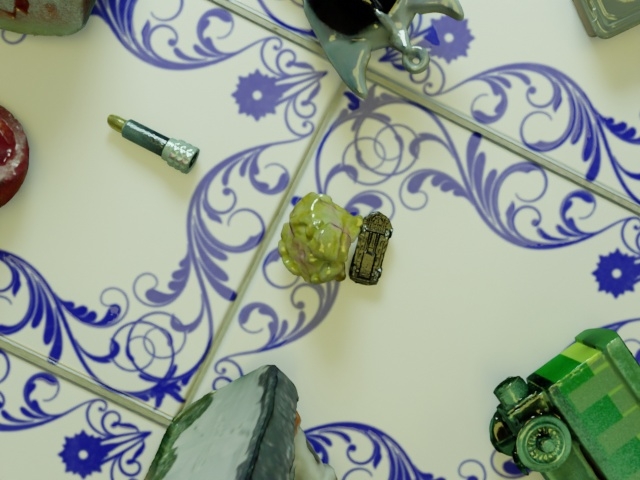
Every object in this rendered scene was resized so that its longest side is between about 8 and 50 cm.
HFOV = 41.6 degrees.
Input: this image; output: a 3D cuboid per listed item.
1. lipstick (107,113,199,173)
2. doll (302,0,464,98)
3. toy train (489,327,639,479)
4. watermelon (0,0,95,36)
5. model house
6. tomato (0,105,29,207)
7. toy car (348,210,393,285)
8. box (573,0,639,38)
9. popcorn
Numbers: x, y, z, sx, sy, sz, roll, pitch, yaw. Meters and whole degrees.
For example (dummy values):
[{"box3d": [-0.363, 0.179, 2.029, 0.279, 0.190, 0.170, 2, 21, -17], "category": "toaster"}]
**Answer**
[{"box3d": [-0.205, -0.121, 1.021, 0.116, 0.037, 0.037, 26, 93, 3], "category": "lipstick"}, {"box3d": [0.019, -0.314, 0.976, 0.145, 0.103, 0.316, -36, 85, -14], "category": "doll"}, {"box3d": [0.340, 0.261, 1.012, 0.202, 0.120, 0.301, -36, 93, -2], "category": "toy train"}, {"box3d": [-0.334, -0.369, 0.918, 0.213, 0.201, 0.261, 19, 89, -11], "category": "watermelon"}, {"box3d": [-0.056, 0.336, 0.955, 0.190, 0.271, 0.301, -27, 110, 16], "category": "model house"}, {"box3d": [-0.449, -0.086, 0.991, 0.173, 0.099, 0.189, 45, 52, 11], "category": "tomato"}, {"box3d": [0.062, 0.009, 1.035, 0.041, 0.025, 0.093, 14, 97, -3], "category": "toy car"}, {"box3d": [0.361, -0.298, 1.002, 0.122, 0.062, 0.089, -26, 94, 2], "category": "box"}, {"box3d": [-0.001, -0.001, 1.007, 0.097, 0.089, 0.109, -35, 72, 41], "category": "popcorn"}]
